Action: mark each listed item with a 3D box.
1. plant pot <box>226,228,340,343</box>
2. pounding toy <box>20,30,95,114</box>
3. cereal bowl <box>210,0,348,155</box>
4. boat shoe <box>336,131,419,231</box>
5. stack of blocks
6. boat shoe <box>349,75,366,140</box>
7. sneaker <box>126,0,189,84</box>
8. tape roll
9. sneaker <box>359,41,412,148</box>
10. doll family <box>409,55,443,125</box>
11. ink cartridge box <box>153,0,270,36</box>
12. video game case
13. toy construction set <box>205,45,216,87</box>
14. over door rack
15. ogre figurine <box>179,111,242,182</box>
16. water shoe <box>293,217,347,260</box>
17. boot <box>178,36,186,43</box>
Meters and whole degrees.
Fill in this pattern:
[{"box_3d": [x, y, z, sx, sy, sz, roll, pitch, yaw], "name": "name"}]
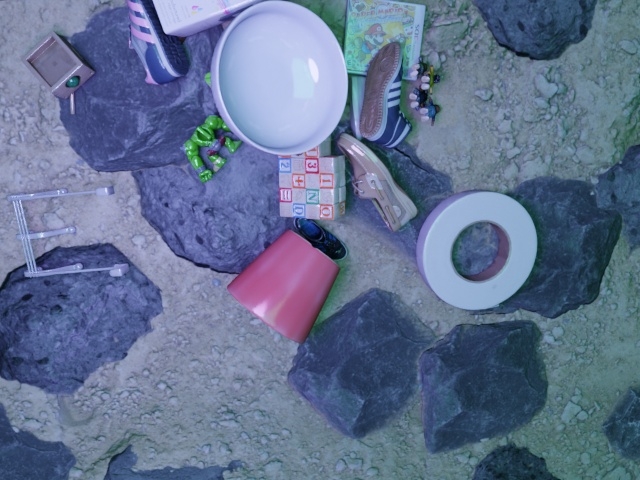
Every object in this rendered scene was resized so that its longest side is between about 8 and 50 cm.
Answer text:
[{"box_3d": [-0.089, 0.119, 1.324, 0.275, 0.275, 0.243, 38, 86, -15], "name": "plant pot"}, {"box_3d": [-0.669, -0.431, 1.193, 0.130, 0.100, 0.141, -41, 95, 2], "name": "pounding toy"}, {"box_3d": [-0.108, -0.379, 1.108, 0.339, 0.141, 0.339, -7, 105, -27], "name": "cereal bowl"}, {"box_3d": [0.152, -0.167, 1.353, 0.110, 0.121, 0.341, -43, 106, 2], "name": "boat shoe"}, {"box_3d": [-0.024, -0.215, 1.293, 0.171, 0.087, 0.297, 4, 104, 24], "name": "stack of blocks"}, {"box_3d": [0.120, -0.382, 1.334, 0.063, 0.066, 0.184, -5, 94, -6], "name": "boat shoe"}, {"box_3d": [-0.461, -0.561, 1.180, 0.131, 0.112, 0.319, -14, 100, 27], "name": "sneaker"}, {"box_3d": [0.503, 0.032, 1.478, 0.392, 0.072, 0.392, -2, 104, -9], "name": "tape roll"}, {"box_3d": [0.202, -0.402, 1.307, 0.153, 0.099, 0.282, 18, 85, -46], "name": "sneaker"}, {"box_3d": [0.308, -0.430, 1.329, 0.076, 0.111, 0.193, 12, 118, 23], "name": "doll family"}, {"box_3d": [-0.231, -0.649, 1.094, 0.353, 0.119, 0.207, -15, 106, 12], "name": "ink cartridge box"}, {"box_3d": [0.179, -0.575, 1.313, 0.227, 0.026, 0.206, 3, 102, -9], "name": "video game case"}, {"box_3d": [-0.166, -0.456, 1.222, 0.328, 0.151, 0.215, -40, 79, -8], "name": "toy construction set"}, {"box_3d": [-0.674, -0.022, 1.254, 0.324, 0.108, 0.239, -2, 104, 13], "name": "over door rack"}, {"box_3d": [-0.299, -0.270, 1.275, 0.118, 0.097, 0.197, 42, 98, -21], "name": "ogre figurine"}, {"box_3d": [0.000, 0.000, 1.389, 0.203, 0.080, 0.073, 38, 95, -15], "name": "water shoe"}, {"box_3d": [-0.386, -0.592, 1.220, 0.087, 0.042, 0.118, 32, 98, -6], "name": "boot"}]
